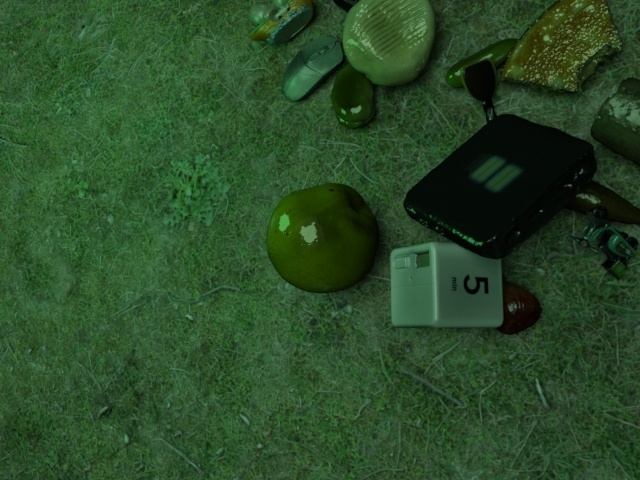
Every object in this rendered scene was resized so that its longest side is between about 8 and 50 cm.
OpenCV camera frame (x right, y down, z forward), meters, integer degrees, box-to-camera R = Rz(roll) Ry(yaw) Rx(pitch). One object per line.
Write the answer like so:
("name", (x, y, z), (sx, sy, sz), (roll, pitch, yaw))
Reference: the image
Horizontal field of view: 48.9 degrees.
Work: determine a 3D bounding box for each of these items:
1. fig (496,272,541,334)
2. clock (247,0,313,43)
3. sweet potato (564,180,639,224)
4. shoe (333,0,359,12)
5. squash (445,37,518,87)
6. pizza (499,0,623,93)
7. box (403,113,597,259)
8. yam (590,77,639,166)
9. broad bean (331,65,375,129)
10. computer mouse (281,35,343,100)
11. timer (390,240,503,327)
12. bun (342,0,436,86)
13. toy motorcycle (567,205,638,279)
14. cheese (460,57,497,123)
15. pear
("fig", (0.451, 0.142, 1.663), (0.119, 0.119, 0.153), (-22, 76, 20))
("clock", (-0.117, -0.652, 2.010), (0.231, 0.103, 0.144), (-37, 70, 13))
("sweet potato", (0.615, -0.109, 1.633), (0.286, 0.112, 0.085), (20, 124, 20))
("shoe", (0.104, -0.655, 1.941), (0.159, 0.062, 0.053), (34, 85, 24))
("squash", (0.410, -0.451, 1.781), (0.201, 0.066, 0.066), (-29, 73, 11))
("pizza", (0.596, -0.460, 1.687), (0.323, 0.089, 0.223), (-46, 63, 14))
("box", (0.403, -0.133, 1.610), (0.359, 0.091, 0.350), (-40, 34, -8))
("yam", (0.766, -0.221, 1.543), (0.304, 0.168, 0.168), (38, 99, 21))
("broad bean", (0.090, -0.386, 1.907), (0.124, 0.082, 0.174), (-17, 67, 19))
("computer mouse", (-0.025, -0.486, 1.968), (0.229, 0.068, 0.113), (-45, 71, 13))
("timer", (0.294, 0.109, 1.654), (0.192, 0.195, 0.194), (166, 107, -63))
("bun", (0.178, -0.528, 1.837), (0.259, 0.160, 0.259), (0, 87, -1))
("toy motorcycle", (0.643, 0.000, 1.586), (0.173, 0.058, 0.100), (40, 97, -18))
("cheese", (0.409, -0.367, 1.754), (0.086, 0.036, 0.162), (-20, 106, 6))
("pear", (0.000, 0.000, 1.794), (0.294, 0.294, 0.294), (-3, 83, 23))
